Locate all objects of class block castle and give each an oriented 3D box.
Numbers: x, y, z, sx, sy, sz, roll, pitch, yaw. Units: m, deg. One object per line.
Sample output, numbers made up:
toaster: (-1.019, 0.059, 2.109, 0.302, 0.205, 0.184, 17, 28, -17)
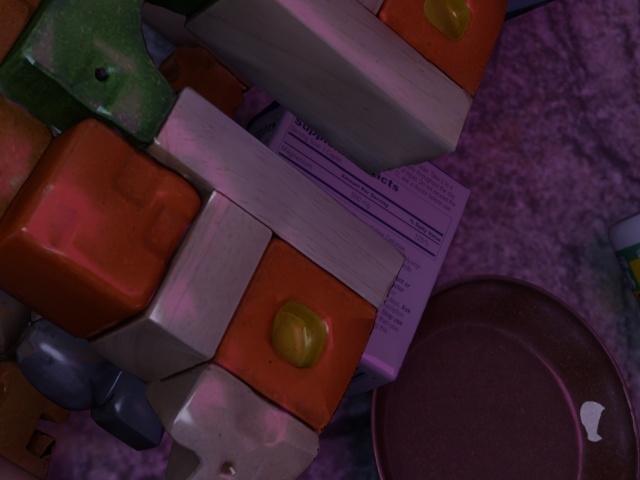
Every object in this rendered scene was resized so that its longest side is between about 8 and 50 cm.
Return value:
block castle: (-0.118, -0.041, 0.590, 0.213, 0.303, 0.453, 37, 60, -21)

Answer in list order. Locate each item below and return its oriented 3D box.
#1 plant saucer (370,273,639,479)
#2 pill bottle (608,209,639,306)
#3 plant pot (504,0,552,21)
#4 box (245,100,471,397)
plant saucer: (0.108, 0.121, 0.819, 0.198, 0.036, 0.199, 10, 70, -27)
pill bottle: (0.286, 0.062, 0.890, 0.117, 0.117, 0.208, -23, 87, -33)
plant pot: (0.052, -0.239, 0.835, 0.165, 0.165, 0.234, -21, 93, -33)
box: (0.000, 0.000, 0.776, 0.126, 0.072, 0.137, 34, 61, -16)
